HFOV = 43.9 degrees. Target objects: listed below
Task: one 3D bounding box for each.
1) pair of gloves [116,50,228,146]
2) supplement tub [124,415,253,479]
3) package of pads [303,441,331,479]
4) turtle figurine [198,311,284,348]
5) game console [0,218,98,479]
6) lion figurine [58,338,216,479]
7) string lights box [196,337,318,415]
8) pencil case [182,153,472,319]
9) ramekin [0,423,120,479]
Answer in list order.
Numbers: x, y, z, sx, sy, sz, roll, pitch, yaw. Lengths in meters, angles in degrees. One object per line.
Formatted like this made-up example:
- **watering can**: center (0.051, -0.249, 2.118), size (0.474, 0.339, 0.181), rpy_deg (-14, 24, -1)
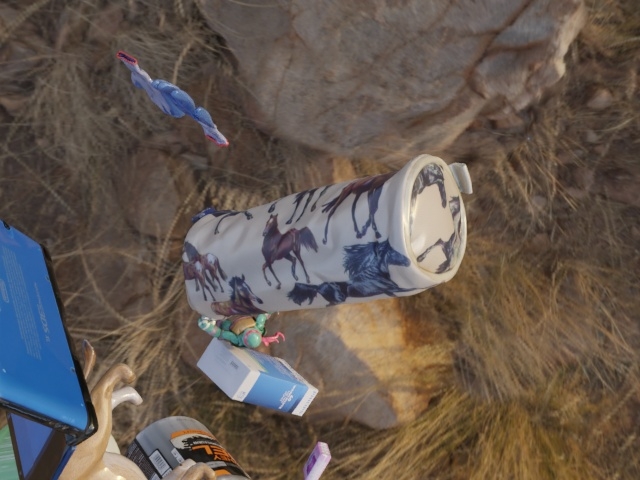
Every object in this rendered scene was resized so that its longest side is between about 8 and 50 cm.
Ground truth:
- **pair of gloves**: center (-0.226, -0.210, 1.188), size (0.198, 0.159, 0.023), rpy_deg (33, 81, 30)
- **supplement tub**: center (-0.225, 0.473, 1.456), size (0.316, 0.194, 0.193), rpy_deg (29, 108, 52)
- **package of pads**: center (-0.008, 0.507, 1.812), size (0.032, 0.050, 0.083), rpy_deg (23, 106, -16)
- **turtle figurine**: center (-0.167, 0.170, 1.656), size (0.175, 0.234, 0.118), rpy_deg (-16, 103, -19)
- **game console**: center (-0.385, 0.134, 0.928), size (0.173, 0.250, 0.293), rpy_deg (-35, 54, 6)
- **lion figurine**: center (-0.304, 0.361, 1.161), size (0.240, 0.142, 0.392), rpy_deg (-43, 107, -26)
- **string lights box**: center (-0.133, 0.301, 1.745), size (0.133, 0.260, 0.076), rpy_deg (35, 93, 38)
- **pencil case**: center (0.000, 0.000, 1.060), size (0.411, 0.183, 0.160), rpy_deg (-12, 133, 37)
- **ramekin**: center (-0.601, 0.537, 1.818), size (0.148, 0.303, 0.303), rpy_deg (-19, 92, 33)
